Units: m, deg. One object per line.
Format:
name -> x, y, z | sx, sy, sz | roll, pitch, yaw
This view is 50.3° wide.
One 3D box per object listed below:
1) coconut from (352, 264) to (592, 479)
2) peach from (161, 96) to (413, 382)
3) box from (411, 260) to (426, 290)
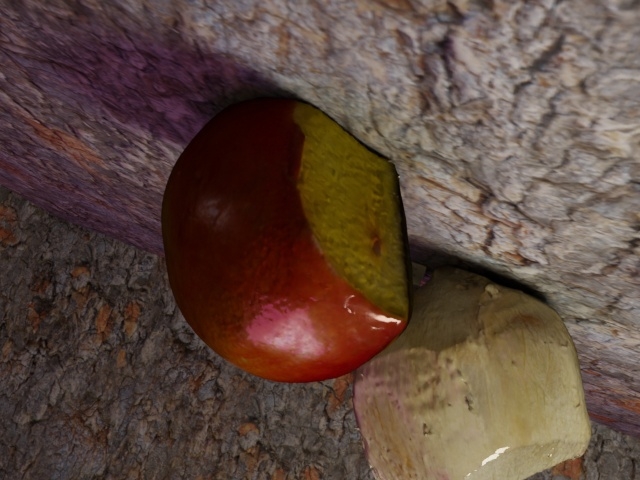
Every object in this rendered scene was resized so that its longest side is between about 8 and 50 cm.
coconut -> 0.244, 0.226, 1.171 | 0.405, 0.404, 0.404 | 21, 169, 5
peach -> -0.060, 0.006, 0.816 | 0.243, 0.306, 0.381 | 24, 166, -35
box -> 0.126, 0.053, 1.333 | 0.152, 0.048, 0.100 | 22, 167, 9
